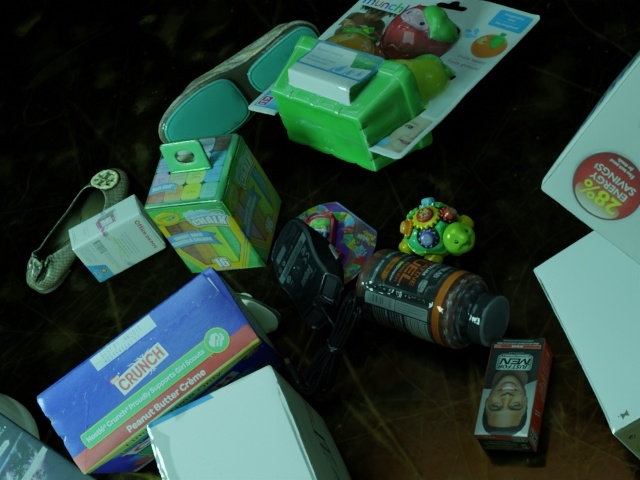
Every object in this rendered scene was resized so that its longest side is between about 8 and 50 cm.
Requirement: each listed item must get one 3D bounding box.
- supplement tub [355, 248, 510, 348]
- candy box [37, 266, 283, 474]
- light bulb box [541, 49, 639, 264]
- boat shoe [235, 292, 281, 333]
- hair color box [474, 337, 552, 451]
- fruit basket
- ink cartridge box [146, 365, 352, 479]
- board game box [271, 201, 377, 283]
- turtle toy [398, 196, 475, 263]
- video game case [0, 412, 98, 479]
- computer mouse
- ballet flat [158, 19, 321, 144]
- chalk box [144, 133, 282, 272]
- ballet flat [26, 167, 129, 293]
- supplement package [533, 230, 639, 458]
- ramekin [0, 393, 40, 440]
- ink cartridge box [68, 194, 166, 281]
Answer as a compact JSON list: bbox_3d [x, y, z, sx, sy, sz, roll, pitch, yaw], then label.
[{"bbox_3d":[0.151,0.081,1.811,0.198,0.106,0.106,16,63,36],"label":"supplement tub"},{"bbox_3d":[-0.195,0.178,1.766,0.268,0.317,0.122,-36,79,-3],"label":"candy box"},{"bbox_3d":[0.482,-0.090,1.489,0.358,0.225,0.361,38,32,5],"label":"light bulb box"},{"bbox_3d":[-0.109,0.099,1.976,0.137,0.049,0.043,11,21,34],"label":"boat shoe"},{"bbox_3d":[0.243,0.192,1.714,0.072,0.043,0.141,-2,54,25],"label":"hair color box"},{"bbox_3d":[0.105,-0.281,2.090,0.327,0.165,0.353,24,65,39],"label":"fruit basket"},{"bbox_3d":[-0.071,0.288,1.652,0.171,0.232,0.168,-27,62,5],"label":"ink cartridge box"},{"bbox_3d":[0.000,0.000,2.005,0.133,0.033,0.169,-43,47,-9],"label":"board game box"},{"bbox_3d":[0.165,-0.013,1.905,0.130,0.066,0.095,29,71,41],"label":"turtle toy"},{"bbox_3d":[-0.463,0.334,1.850,0.196,0.274,0.026,-57,10,-21],"label":"video game case"},{"bbox_3d":[-0.008,0.097,1.890,0.184,0.060,0.262,-67,32,21],"label":"computer mouse"},{"bbox_3d":[-0.136,-0.255,2.254,0.316,0.107,0.106,-33,26,-7],"label":"ballet flat"},{"bbox_3d":[-0.165,-0.067,2.021,0.132,0.213,0.132,-5,52,25],"label":"chalk box"},{"bbox_3d":[-0.397,-0.025,2.217,0.084,0.058,0.250,19,65,37],"label":"ballet flat"},{"bbox_3d":[0.408,0.103,1.605,0.204,0.145,0.262,-34,45,16],"label":"supplement package"},{"bbox_3d":[-0.559,0.313,1.976,0.277,0.135,0.277,-15,48,17],"label":"ramekin"},{"bbox_3d":[-0.316,-0.003,2.135,0.122,0.088,0.052,-27,43,5],"label":"ink cartridge box"}]
